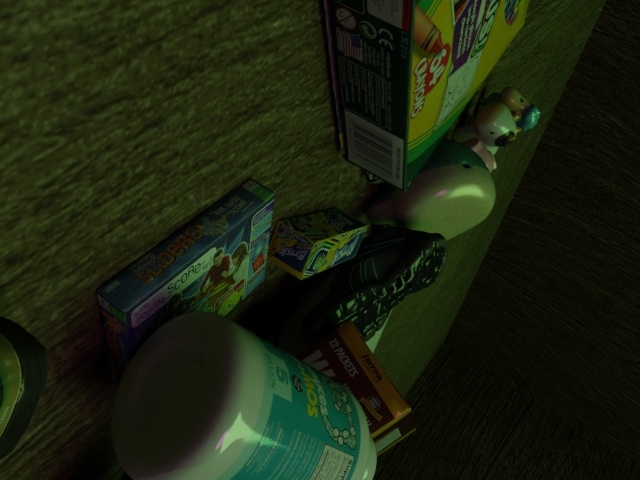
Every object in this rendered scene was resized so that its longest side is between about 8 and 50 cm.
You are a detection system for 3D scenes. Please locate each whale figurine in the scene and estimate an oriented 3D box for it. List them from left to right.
[{"bbox_3d":[0.168,-0.064,1.070,0.216,0.141,0.272,-1,152,-22],"label":"whale figurine"}]

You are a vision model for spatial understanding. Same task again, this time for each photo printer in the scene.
[{"bbox_3d":[0.021,0.173,1.074,0.256,0.107,0.308,-34,149,-50],"label":"photo printer"}]

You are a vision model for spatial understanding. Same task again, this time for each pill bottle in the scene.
[{"bbox_3d":[-0.050,0.178,0.594,0.146,0.146,0.264,-56,135,-7],"label":"pill bottle"}]

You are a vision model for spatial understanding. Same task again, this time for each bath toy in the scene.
[{"bbox_3d":[0.289,-0.154,1.225,0.348,0.129,0.151,-48,159,-27],"label":"bath toy"}]

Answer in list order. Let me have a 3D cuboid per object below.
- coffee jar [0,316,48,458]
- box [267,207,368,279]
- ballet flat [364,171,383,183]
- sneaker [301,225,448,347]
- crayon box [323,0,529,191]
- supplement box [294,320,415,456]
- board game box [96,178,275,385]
[{"bbox_3d":[-0.239,0.091,0.339,0.096,0.079,0.184,-61,162,8],"label":"coffee jar"},{"bbox_3d":[0.000,0.000,0.831,0.169,0.059,0.054,-19,136,-62],"label":"box"},{"bbox_3d":[0.083,-0.122,0.893,0.041,0.041,0.114,-44,156,-37],"label":"ballet flat"},{"bbox_3d":[0.067,0.064,0.925,0.267,0.106,0.101,-32,134,-29],"label":"sneaker"},{"bbox_3d":[0.137,-0.277,0.680,0.313,0.106,0.363,-53,160,-18],"label":"crayon box"},{"bbox_3d":[0.007,0.231,0.822,0.191,0.129,0.194,-33,155,-5],"label":"supplement box"},{"bbox_3d":[-0.123,0.043,0.624,0.201,0.035,0.136,-42,155,-40],"label":"board game box"}]
